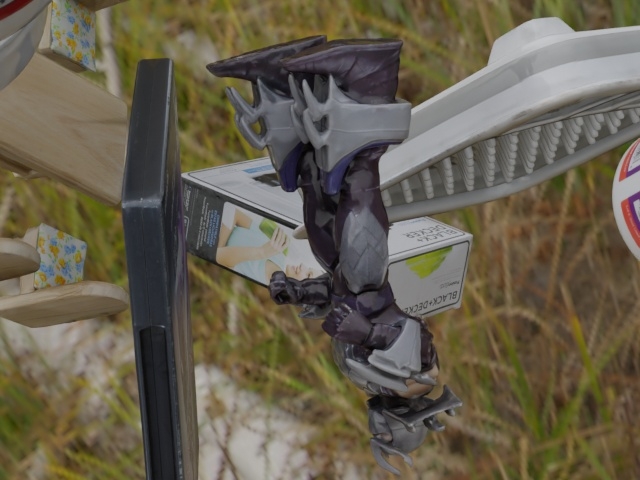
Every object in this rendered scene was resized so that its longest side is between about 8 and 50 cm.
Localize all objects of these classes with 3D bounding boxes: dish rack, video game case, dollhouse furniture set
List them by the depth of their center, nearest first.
[{"bbox_3d":[-0.090,0.057,1.025,0.026,0.274,0.196,-3,28,-1],"label":"video game case"},{"bbox_3d":[0.152,-0.095,1.344,0.333,0.285,0.072,-28,78,47],"label":"dish rack"},{"bbox_3d":[-0.288,-0.153,1.660,0.256,0.394,0.362,-12,66,31],"label":"dollhouse furniture set"}]

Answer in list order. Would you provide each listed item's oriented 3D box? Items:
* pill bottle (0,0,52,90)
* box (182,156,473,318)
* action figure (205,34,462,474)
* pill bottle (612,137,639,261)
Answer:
[{"bbox_3d":[-0.233,-0.239,0.933,0.229,0.407,0.229,3,63,-7],"label":"pill bottle"},{"bbox_3d":[0.000,0.000,1.913,0.290,0.087,0.169,24,23,35],"label":"box"},{"bbox_3d":[0.018,0.015,1.108,0.099,0.285,0.185,-18,13,-21],"label":"action figure"},{"bbox_3d":[0.439,-0.073,1.756,0.181,0.323,0.181,6,73,-19],"label":"pill bottle"}]
